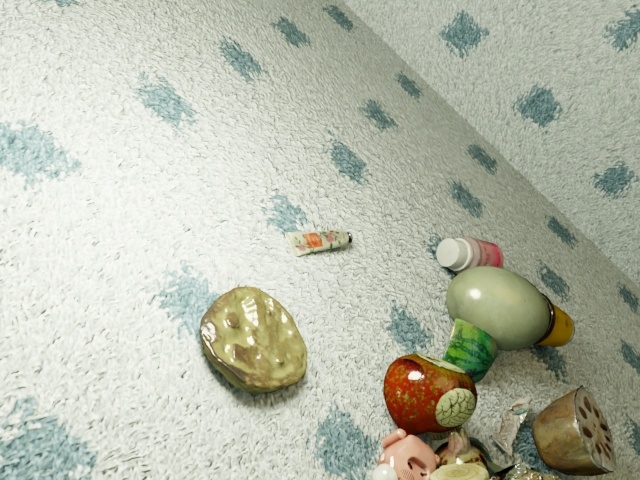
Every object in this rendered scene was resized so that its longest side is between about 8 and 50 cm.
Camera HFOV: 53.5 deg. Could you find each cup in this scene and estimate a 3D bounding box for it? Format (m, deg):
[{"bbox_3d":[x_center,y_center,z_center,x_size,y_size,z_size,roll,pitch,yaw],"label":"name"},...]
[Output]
[{"bbox_3d":[0.776,0.290,2.246,0.280,0.196,0.196,22,41,-42],"label":"cup"}]

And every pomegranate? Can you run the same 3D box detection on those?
[{"bbox_3d":[0.337,0.546,1.569,0.163,0.126,0.138,57,-14,-27],"label":"pomegranate"}]

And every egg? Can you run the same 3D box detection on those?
[{"bbox_3d":[0.568,0.218,2.035,0.352,0.258,0.258,27,39,-12],"label":"egg"}]

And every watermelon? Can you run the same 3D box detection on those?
[{"bbox_3d":[0.458,0.360,1.929,0.231,0.128,0.146,36,54,-16],"label":"watermelon"}]

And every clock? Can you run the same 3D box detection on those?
[{"bbox_3d":[0.205,0.547,1.489,0.166,0.093,0.162,39,39,-10],"label":"clock"}]

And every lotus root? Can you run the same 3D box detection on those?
[{"bbox_3d":[0.757,0.590,1.917,0.272,0.192,0.272,36,34,-29],"label":"lotus root"}]

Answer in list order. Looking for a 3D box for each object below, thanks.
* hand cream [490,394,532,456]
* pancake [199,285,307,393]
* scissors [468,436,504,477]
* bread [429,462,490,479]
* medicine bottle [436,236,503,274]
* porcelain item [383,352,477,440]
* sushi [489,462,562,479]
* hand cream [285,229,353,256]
[{"bbox_3d":[0.575,0.542,1.899,0.084,0.050,0.257,47,42,6],"label":"hand cream"},{"bbox_3d":[-0.153,0.236,1.480,0.295,0.049,0.294,29,35,-23],"label":"pancake"},{"bbox_3d":[0.497,0.644,1.722,0.289,0.041,0.138,36,29,-12],"label":"scissors"},{"bbox_3d":[0.324,0.591,1.435,0.148,0.134,0.141,-1,80,-69],"label":"bread"},{"bbox_3d":[0.529,0.059,2.253,0.247,0.147,0.147,10,48,-39],"label":"medicine bottle"},{"bbox_3d":[0.264,0.413,1.617,0.253,0.253,0.252,26,39,-24],"label":"porcelain item"},{"bbox_3d":[0.503,0.692,1.564,0.239,0.218,0.225,-32,52,-20],"label":"sushi"},{"bbox_3d":[0.000,0.000,1.875,0.234,0.050,0.080,-8,64,-41],"label":"hand cream"}]
